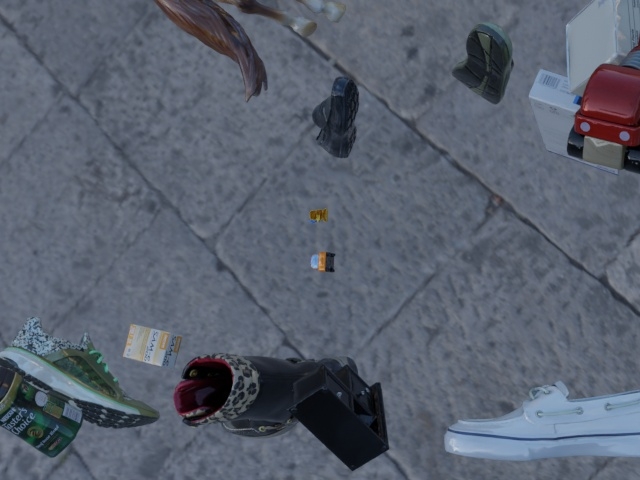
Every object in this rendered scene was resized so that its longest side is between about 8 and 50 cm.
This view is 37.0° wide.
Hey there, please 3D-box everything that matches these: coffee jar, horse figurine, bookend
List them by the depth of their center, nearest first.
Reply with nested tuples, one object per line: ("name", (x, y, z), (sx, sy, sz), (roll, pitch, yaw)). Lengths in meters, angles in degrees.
("horse figurine", (-0.079, -0.198, 0.640), (0.263, 0.175, 0.066), (-99, 32, -51))
("bookend", (0.026, 0.240, 1.462), (0.072, 0.156, 0.157), (-35, 24, 17))
("coffee jar", (-0.521, 0.302, 1.690), (0.096, 0.184, 0.079), (-44, 24, 22))

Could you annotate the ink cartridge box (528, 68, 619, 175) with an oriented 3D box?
("ink cartridge box", (0.502, -0.221, 1.830), (0.165, 0.333, 0.065), (22, 85, 21))

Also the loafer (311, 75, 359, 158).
("loafer", (0.022, -0.215, 1.670), (0.078, 0.223, 0.076), (19, 68, 7))

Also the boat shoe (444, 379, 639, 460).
("boat shoe", (0.238, 0.179, 0.969), (0.226, 0.083, 0.075), (-1, 85, 0))

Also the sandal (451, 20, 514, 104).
("sandal", (0.342, -0.358, 1.901), (0.120, 0.303, 0.086), (38, 79, 6))

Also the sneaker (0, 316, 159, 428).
("sneaker", (-0.541, 0.302, 2.220), (0.158, 0.410, 0.182), (-29, 37, 50))

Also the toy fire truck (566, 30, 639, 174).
("toy fire truck", (0.471, -0.241, 1.358), (0.159, 0.246, 0.217), (20, 42, 32))

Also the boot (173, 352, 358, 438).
("boot", (-0.146, 0.292, 1.782), (0.377, 0.284, 0.138), (-21, 68, 45))

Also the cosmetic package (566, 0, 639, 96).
("cosmetic package", (0.571, -0.293, 1.598), (0.129, 0.296, 0.153), (138, 143, -58))

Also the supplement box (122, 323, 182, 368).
("supplement box", (-0.296, 0.186, 1.680), (0.099, 0.036, 0.062), (7, 79, 35))

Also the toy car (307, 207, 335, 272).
("toy car", (0.000, 0.000, 1.612), (0.041, 0.060, 0.122), (1, 104, 16))
